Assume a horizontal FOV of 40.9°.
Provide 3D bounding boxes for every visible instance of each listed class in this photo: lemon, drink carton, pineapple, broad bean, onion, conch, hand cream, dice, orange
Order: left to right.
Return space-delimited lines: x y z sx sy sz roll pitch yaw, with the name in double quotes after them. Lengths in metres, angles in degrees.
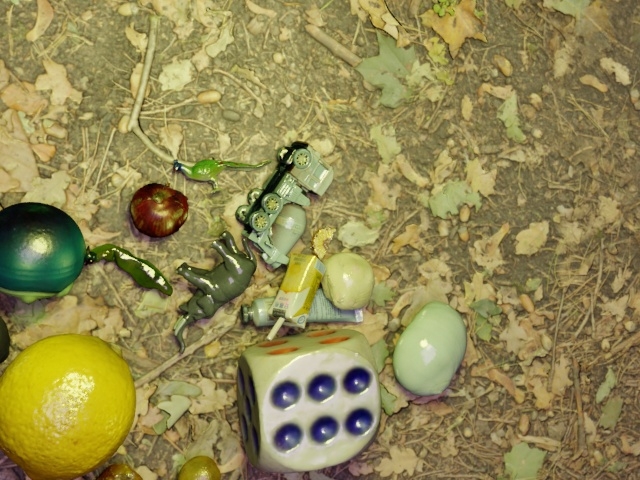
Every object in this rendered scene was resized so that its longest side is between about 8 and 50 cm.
-0.490 0.316 1.638 0.293 0.293 0.293 0 91 -15 "lemon"
-0.391 0.055 1.773 0.195 0.046 0.061 22 77 -16 "broad bean"
-0.333 -0.059 1.753 0.117 0.118 0.119 21 85 8 "onion"
-0.256 0.499 1.797 0.095 0.085 0.085 -34 99 -14 "orange"
-0.056 0.128 1.788 0.074 0.084 0.200 46 59 -52 "drink carton"
-0.039 0.148 1.866 0.271 0.058 0.091 -6 80 -18 "hand cream"
-0.029 0.323 1.767 0.259 0.251 0.243 -7 93 -15 "dice"
0.000 0.000 1.891 0.045 0.019 0.083 26 84 -20 "pineapple"
0.259 0.246 1.924 0.185 0.121 0.221 36 76 -42 "conch"

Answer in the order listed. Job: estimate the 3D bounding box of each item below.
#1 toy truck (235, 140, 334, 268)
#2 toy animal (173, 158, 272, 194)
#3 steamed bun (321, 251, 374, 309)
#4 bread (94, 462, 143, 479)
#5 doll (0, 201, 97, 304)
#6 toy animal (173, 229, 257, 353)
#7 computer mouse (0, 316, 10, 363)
-0.071 -0.077 1.830 0.140 0.108 0.257 37 84 -25 "toy truck"
-0.205 -0.136 1.823 0.217 0.041 0.075 -2 85 -19 "toy animal"
0.063 0.080 1.853 0.112 0.091 0.130 -4 58 -23 "steamed bun"
-0.493 0.608 1.684 0.380 0.185 0.109 -46 108 -11 "bread"
-0.593 0.019 1.638 0.322 0.198 0.186 4 116 -18 "doll"
-0.245 0.097 1.793 0.137 0.082 0.269 44 89 -10 "toy animal"
-0.738 0.228 1.629 0.323 0.116 0.183 -39 122 4 "computer mouse"
